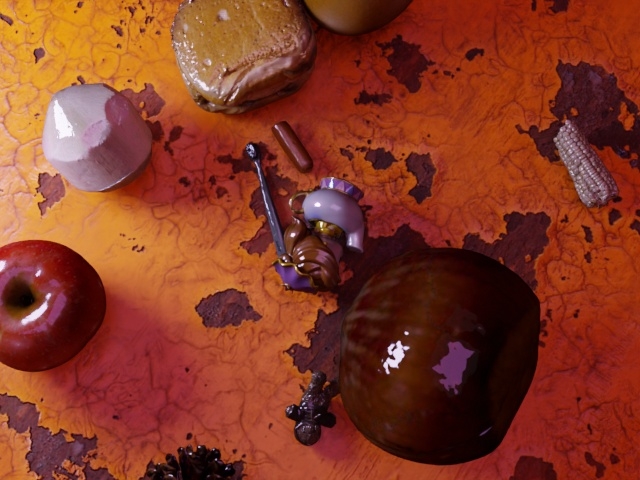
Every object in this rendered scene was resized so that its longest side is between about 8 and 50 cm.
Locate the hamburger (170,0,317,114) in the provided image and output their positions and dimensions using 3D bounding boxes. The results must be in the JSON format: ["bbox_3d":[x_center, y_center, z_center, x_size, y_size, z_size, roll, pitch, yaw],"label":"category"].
[{"bbox_3d":[-0.168,-0.431,1.920,0.304,0.174,0.284,-22,79,-11],"label":"hamburger"}]

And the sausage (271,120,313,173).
[{"bbox_3d":[-0.060,-0.207,1.954,0.039,0.041,0.131,-31,83,-34],"label":"sausage"}]

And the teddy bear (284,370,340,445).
[{"bbox_3d":[-0.013,0.346,1.829,0.119,0.078,0.161,22,93,-24],"label":"teddy bear"}]

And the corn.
[{"bbox_3d":[0.603,-0.172,2.012,0.087,0.087,0.211,-26,76,-12],"label":"corn"}]

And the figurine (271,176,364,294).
[{"bbox_3d":[0.000,0.000,1.865,0.189,0.142,0.264,23,74,-3],"label":"figurine"}]

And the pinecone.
[{"bbox_3d":[-0.249,0.492,1.707,0.207,0.208,0.208,1,78,-7],"label":"pinecone"}]

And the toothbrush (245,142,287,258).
[{"bbox_3d":[-0.113,-0.077,1.927,0.030,0.030,0.298,-19,82,14],"label":"toothbrush"}]

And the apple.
[{"bbox_3d":[-0.562,0.126,1.730,0.260,0.216,0.261,1,79,-6],"label":"apple"}]

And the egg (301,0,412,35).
[{"bbox_3d":[0.094,-0.615,1.936,0.282,0.282,0.351,28,74,0],"label":"egg"}]

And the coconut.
[{"bbox_3d":[-0.465,-0.221,1.800,0.224,0.224,0.234,-39,123,-13],"label":"coconut"}]

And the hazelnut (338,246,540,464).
[{"bbox_3d":[0.245,0.230,1.744,0.401,0.402,0.430,17,78,-3],"label":"hazelnut"}]
